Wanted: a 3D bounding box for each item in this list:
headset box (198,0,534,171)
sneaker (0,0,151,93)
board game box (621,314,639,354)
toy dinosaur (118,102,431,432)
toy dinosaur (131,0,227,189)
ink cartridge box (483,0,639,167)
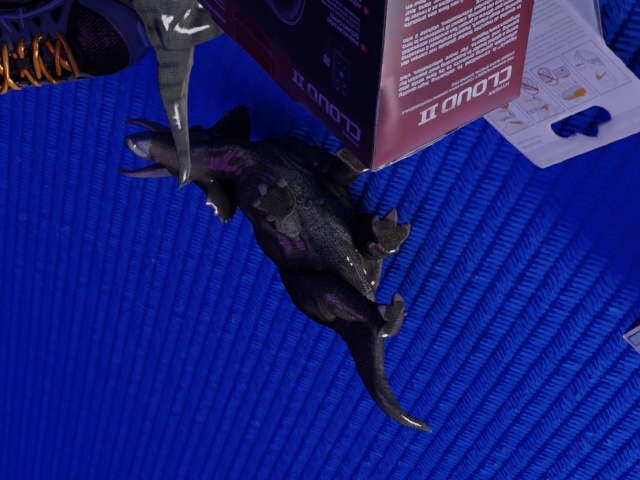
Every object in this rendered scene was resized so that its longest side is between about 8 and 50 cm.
[{"bbox_3d":[0.009,-0.197,0.936,0.218,0.110,0.293,46,150,33],"label":"headset box"},{"bbox_3d":[-0.232,-0.150,1.427,0.214,0.083,0.084,-2,128,23],"label":"sneaker"},{"bbox_3d":[0.280,0.067,1.082,0.136,0.035,0.201,45,154,2],"label":"board game box"},{"bbox_3d":[0.000,0.000,1.349,0.313,0.121,0.160,47,166,-13],"label":"toy dinosaur"},{"bbox_3d":[-0.078,-0.159,1.195,0.064,0.118,0.268,33,152,25],"label":"toy dinosaur"},{"bbox_3d":[0.115,-0.130,1.053,0.179,0.045,0.145,42,155,-13],"label":"ink cartridge box"}]
